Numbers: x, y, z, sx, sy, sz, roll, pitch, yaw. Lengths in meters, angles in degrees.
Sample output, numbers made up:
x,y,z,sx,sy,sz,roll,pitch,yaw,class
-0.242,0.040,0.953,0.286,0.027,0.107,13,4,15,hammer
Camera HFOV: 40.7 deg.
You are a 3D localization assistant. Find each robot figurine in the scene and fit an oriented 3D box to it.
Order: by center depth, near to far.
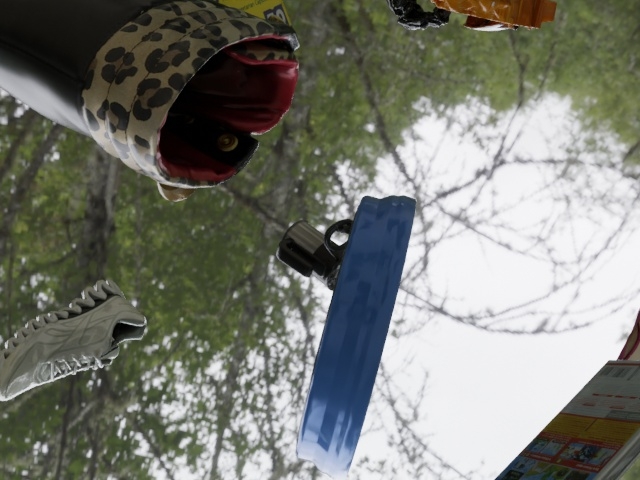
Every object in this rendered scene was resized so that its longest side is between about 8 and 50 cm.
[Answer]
x,y,z,sx,sy,sz,roll,pitch,yaw,class
0.178,-0.355,1.067,0.085,0.211,0.291,-1,-157,-29,robot figurine

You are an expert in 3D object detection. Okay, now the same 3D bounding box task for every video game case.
x,y,z,sx,sy,sz,roll,pitch,yaw,class
0.349,0.256,1.116,0.285,0.204,0.025,-40,-85,-17,video game case

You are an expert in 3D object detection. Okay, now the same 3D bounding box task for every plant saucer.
x,y,z,sx,sy,sz,roll,pitch,yaw,class
-0.199,-0.096,1.198,0.083,0.083,0.015,51,-168,32,plant saucer

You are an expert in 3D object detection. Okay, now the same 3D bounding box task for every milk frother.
x,y,z,sx,sy,sz,roll,pitch,yaw,class
0.000,0.000,1.645,0.135,0.143,0.129,36,-168,29,milk frother

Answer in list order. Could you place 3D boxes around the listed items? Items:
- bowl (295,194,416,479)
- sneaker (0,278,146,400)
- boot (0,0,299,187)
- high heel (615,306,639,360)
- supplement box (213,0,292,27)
x,y,z,sx,sy,sz,roll,pitch,yaw,class
0.045,0.122,1.172,0.077,0.391,0.391,15,-142,3,bowl
-0.404,0.171,1.396,0.118,0.110,0.292,36,-137,15,sneaker
-0.149,-0.162,0.659,0.284,0.138,0.377,27,-162,13,boot
0.548,0.165,1.437,0.082,0.244,0.117,36,180,18,high heel
-0.213,-0.389,1.177,0.195,0.356,0.194,-11,-159,34,supplement box
